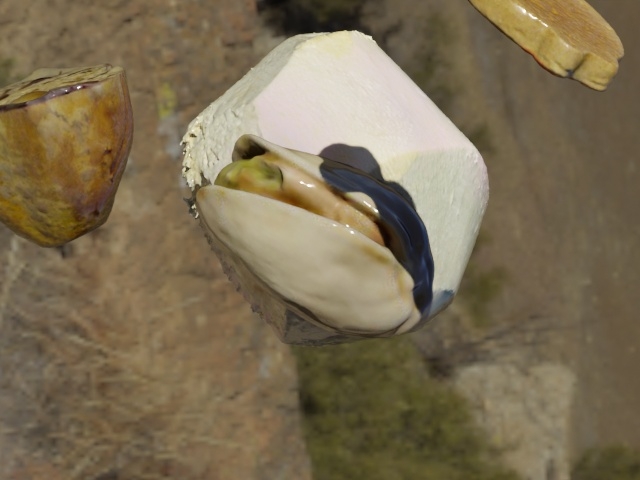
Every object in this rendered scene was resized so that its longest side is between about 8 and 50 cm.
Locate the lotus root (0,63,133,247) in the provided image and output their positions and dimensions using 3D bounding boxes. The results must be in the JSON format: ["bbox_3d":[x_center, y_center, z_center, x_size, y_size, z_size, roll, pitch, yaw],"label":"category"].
[{"bbox_3d":[-0.272,-0.089,1.563,0.188,0.199,0.180,-47,122,-64],"label":"lotus root"}]

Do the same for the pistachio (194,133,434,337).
[{"bbox_3d":[0.000,0.000,1.239,0.144,0.215,0.144,-56,173,-10],"label":"pistachio"}]

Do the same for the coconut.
[{"bbox_3d":[0.024,-0.034,1.513,0.309,0.297,0.297,54,11,32],"label":"coconut"}]

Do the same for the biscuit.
[{"bbox_3d":[0.119,-0.175,0.991,0.225,0.036,0.166,45,26,20],"label":"biscuit"}]
